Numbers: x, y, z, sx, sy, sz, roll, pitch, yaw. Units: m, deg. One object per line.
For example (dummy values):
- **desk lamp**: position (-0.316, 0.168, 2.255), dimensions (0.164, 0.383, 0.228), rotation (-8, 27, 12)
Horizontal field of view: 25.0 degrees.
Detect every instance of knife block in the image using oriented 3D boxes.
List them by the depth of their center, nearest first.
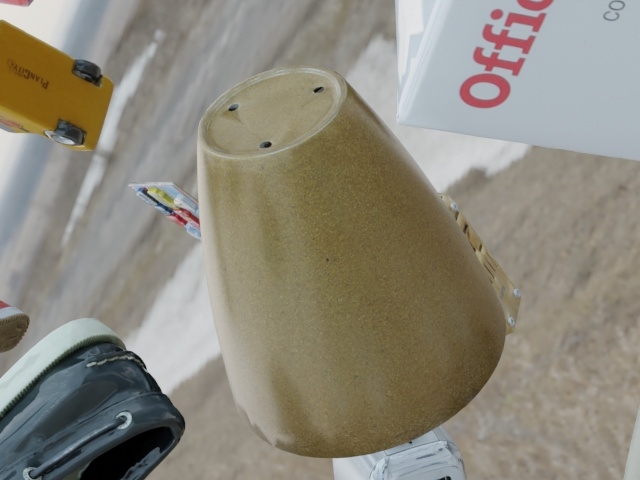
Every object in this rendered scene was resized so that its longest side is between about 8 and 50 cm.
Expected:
- **knife block**: position (0.140, 0.096, 1.995), dimensions (0.242, 0.275, 0.088), rotation (-26, 23, 29)

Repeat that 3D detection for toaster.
- **toaster**: position (0.095, 0.292, 1.655), dimensions (0.146, 0.129, 0.227), rotation (-132, 33, -63)

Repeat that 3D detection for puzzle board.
- **puzzle board**: position (-0.136, -0.024, 1.545), dimensions (0.096, 0.128, 0.011), rotation (4, 61, 55)

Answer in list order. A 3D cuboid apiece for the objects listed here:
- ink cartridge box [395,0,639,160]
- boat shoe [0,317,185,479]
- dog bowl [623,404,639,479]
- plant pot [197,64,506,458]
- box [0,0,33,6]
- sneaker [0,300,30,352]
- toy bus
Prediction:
- **ink cartridge box**: position (0.251, -0.166, 0.658), dimensions (0.285, 0.395, 0.166), rotation (107, 168, -55)
- **boat shoe**: position (-0.211, 0.207, 0.886), dimensions (0.340, 0.113, 0.127), rotation (-47, -27, -17)
- **dog bowl**: position (0.321, 0.194, 1.206), dimensions (0.265, 0.104, 0.264), rotation (13, -90, -82)
- **plant pot**: position (0.000, 0.000, 1.134), dimensions (0.237, 0.237, 0.254), rotation (-86, -21, -51)
- **box**: position (-0.413, -0.358, 1.509), dimensions (0.154, 0.300, 0.142), rotation (-64, -22, -46)
- **sneaker**: position (-0.253, 0.049, 0.989), dimensions (0.042, 0.067, 0.118), rotation (-61, -14, 2)
- **toy bus**: position (-0.421, -0.216, 1.826), dimensions (0.130, 0.333, 0.108), rotation (3, 74, 40)
